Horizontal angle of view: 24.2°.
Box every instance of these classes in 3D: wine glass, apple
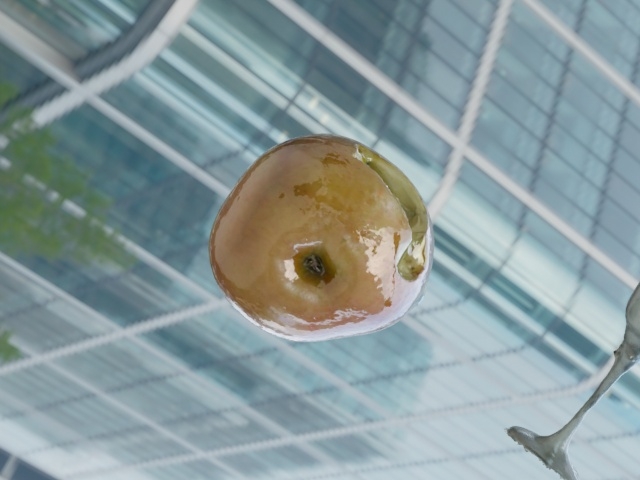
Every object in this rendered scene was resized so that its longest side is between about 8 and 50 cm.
[{"bbox_3d":[0.252,0.068,1.148,0.262,0.074,0.074,-52,-153,11],"label":"wine glass"},{"bbox_3d":[0.000,0.000,1.194,0.199,0.199,0.199,-39,-149,29],"label":"apple"}]
